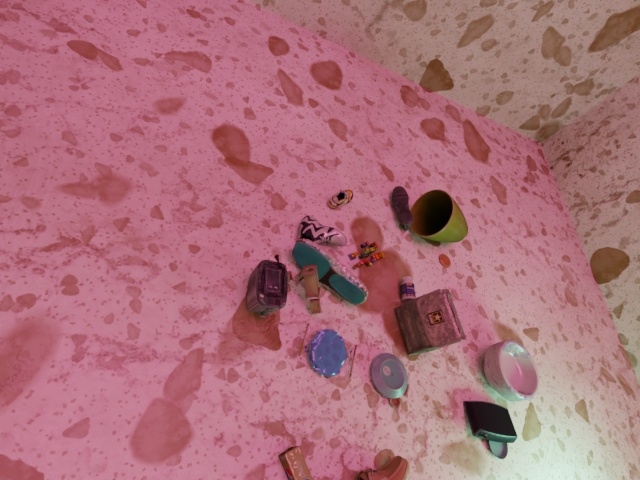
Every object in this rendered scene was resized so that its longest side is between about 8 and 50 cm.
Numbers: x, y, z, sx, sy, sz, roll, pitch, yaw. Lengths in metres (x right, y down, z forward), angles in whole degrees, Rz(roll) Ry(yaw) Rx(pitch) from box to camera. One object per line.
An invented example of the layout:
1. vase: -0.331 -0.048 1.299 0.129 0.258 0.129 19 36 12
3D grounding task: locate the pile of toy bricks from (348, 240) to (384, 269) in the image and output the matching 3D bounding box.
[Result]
1. pile of toy bricks: 0.237 0.056 1.943 0.212 0.105 0.118 -16 73 -38

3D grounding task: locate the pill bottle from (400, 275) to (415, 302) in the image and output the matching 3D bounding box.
1. pill bottle: 0.430 0.240 1.983 0.067 0.067 0.120 15 56 -25

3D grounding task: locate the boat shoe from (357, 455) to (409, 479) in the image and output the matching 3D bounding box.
1. boat shoe: 0.187 0.867 1.421 0.341 0.121 0.110 -26 80 -39

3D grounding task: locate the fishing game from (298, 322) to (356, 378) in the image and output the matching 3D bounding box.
1. fishing game: 0.029 0.453 1.621 0.264 0.041 0.189 26 60 -25

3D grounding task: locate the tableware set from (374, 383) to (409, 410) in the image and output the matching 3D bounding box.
1. tableware set: 0.306 0.621 1.710 0.169 0.020 0.141 46 49 -2

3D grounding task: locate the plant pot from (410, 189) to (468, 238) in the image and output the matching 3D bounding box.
1. plant pot: 0.692 -0.099 2.250 0.293 0.274 0.275 25 51 -38

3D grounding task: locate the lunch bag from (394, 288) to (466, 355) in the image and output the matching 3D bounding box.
1. lunch bag: 0.496 0.366 1.807 0.168 0.287 0.235 1 64 -33

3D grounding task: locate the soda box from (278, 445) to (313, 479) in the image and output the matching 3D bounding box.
1. soda box: -0.070 0.788 1.345 0.061 0.058 0.181 -15 73 -38

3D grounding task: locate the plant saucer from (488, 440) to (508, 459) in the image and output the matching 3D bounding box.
1. plant saucer: 0.808 0.935 1.846 0.119 0.021 0.119 15 56 -24

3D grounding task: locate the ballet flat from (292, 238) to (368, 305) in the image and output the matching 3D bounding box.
1. ballet flat: 0.040 0.133 1.778 0.409 0.147 0.147 41 49 -9

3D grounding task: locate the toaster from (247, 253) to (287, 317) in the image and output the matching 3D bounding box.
1. toaster: -0.209 0.178 1.557 0.129 0.146 0.227 13 58 -27

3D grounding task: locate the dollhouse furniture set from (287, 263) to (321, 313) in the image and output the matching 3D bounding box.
1. dollhouse furniture set: -0.084 0.207 1.692 0.101 0.160 0.182 -78 161 -71

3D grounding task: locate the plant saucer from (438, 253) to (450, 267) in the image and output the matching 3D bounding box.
1. plant saucer: 0.701 0.113 2.268 0.083 0.013 0.084 15 56 -24

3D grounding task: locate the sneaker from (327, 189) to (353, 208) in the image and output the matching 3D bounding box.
1. sneaker: 0.119 -0.221 2.044 0.070 0.084 0.185 51 49 4

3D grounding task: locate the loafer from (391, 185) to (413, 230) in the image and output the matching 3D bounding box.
1. loafer: 0.451 -0.178 2.251 0.096 0.084 0.268 -6 59 -1

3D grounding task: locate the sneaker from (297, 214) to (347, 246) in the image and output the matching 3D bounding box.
1. sneaker: 0.000 0.000 1.832 0.235 0.094 0.153 33 52 -12

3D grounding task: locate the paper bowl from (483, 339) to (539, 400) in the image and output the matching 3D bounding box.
1. paper bowl: 0.934 0.652 2.010 0.284 0.148 0.284 16 55 -25

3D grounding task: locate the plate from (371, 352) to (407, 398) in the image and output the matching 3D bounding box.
1. plate: 0.300 0.569 1.708 0.188 0.024 0.188 14 58 -24

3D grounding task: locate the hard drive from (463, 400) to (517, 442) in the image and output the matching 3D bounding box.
1. hard drive: 0.786 0.827 1.855 0.254 0.054 0.172 19 41 -20
